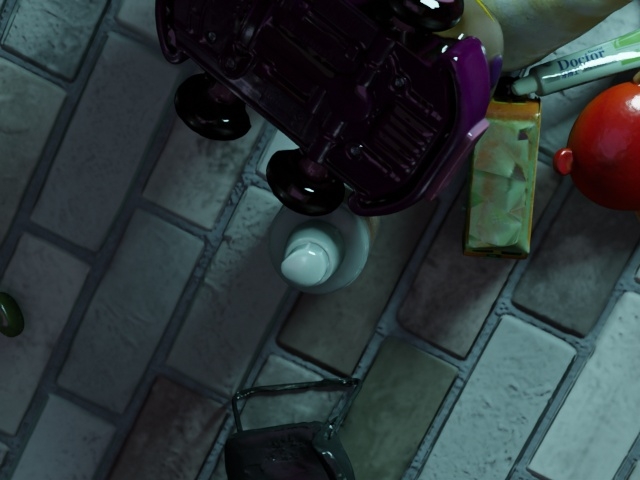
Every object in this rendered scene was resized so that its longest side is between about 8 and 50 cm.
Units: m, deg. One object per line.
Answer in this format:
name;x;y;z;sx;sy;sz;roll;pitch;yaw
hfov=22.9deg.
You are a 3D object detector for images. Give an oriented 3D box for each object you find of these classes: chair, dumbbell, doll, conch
chair;-0.024;0.242;1.609;0.145;0.221;0.140;-9;102;8
dumbbell;-0.379;0.099;1.709;0.118;0.046;0.052;-25;93;11
doll;0.333;-0.093;1.568;0.217;0.085;0.183;-18;113;-2
conch;0.225;-0.241;1.510;0.255;0.127;0.158;-1;70;37

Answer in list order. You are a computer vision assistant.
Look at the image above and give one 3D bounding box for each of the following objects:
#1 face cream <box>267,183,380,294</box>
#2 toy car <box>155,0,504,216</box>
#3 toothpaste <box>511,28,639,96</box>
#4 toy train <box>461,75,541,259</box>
face cream;0.000;0.000;1.537;0.101;0.252;0.101;1;103;6
toy car;0.027;-0.198;1.471;0.340;0.240;0.271;41;128;9
toothpaste;0.277;-0.176;1.546;0.197;0.029;0.048;-18;69;-12
toy train;0.178;-0.069;1.580;0.072;0.099;0.188;4;104;6
